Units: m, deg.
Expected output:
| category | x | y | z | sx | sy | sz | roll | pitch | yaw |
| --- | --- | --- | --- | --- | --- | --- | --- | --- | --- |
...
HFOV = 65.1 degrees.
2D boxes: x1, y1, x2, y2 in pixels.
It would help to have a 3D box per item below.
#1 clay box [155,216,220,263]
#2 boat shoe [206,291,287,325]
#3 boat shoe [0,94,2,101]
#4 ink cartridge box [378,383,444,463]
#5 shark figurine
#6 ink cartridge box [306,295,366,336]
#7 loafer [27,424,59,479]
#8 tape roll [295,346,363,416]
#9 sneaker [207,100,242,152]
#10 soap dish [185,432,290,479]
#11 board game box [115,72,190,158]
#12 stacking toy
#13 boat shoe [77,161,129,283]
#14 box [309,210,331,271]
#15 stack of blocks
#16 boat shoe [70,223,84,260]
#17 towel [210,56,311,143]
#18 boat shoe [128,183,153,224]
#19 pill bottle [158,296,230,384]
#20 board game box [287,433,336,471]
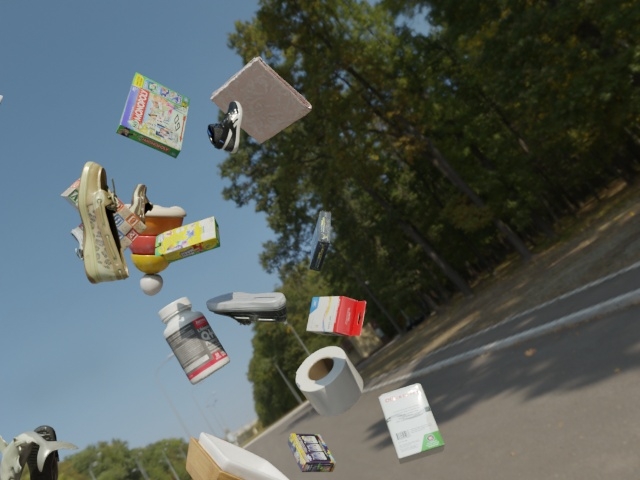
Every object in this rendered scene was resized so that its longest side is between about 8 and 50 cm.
| category | x | y | z | sx | sy | sz | roll | pitch | yaw |
| --- | --- | --- | --- | --- | --- | --- | --- | --- | --- |
| clay box | -0.470 | 0.001 | 1.777 | 0.222 | 0.127 | 0.053 | -18 | -50 | 0 |
| boat shoe | -0.281 | 0.267 | 1.889 | 0.335 | 0.119 | 0.121 | -2 | 16 | 25 |
| boat shoe | -0.823 | -0.348 | 1.259 | 0.035 | 0.100 | 0.035 | 20 | -72 | -32 |
| ink cartridge box | 0.295 | 0.597 | 1.643 | 0.153 | 0.208 | 0.087 | -16 | -37 | 0 |
| shark figurine | -0.779 | 0.557 | 1.369 | 0.278 | 0.166 | 0.116 | -34 | -17 | 27 |
| ink cartridge box | 0.056 | 0.278 | 1.847 | 0.078 | 0.134 | 0.231 | 22 | -20 | -34 |
| loafer | -0.824 | 0.652 | 1.497 | 0.080 | 0.220 | 0.078 | 3 | 4 | -9 |
| tape roll | 0.039 | 0.599 | 2.139 | 0.246 | 0.169 | 0.246 | -27 | 24 | 13 |
| sneaker | -0.371 | -0.451 | 1.924 | 0.121 | 0.217 | 0.079 | 11 | -20 | -35 |
| soap dish | -0.227 | 0.671 | 1.412 | 0.229 | 0.291 | 0.118 | 5 | 61 | 57 |
| board game box | -0.592 | -0.452 | 1.803 | 0.213 | 0.317 | 0.046 | 22 | -47 | -29 |
| stacking toy | -0.896 | 0.053 | 2.654 | 0.350 | 0.480 | 0.350 | 3 | 4 | 0 |
| boat shoe | -0.506 | -0.044 | 1.181 | 0.089 | 0.285 | 0.104 | -5 | 0 | -6 |
| box | 0.000 | 0.000 | 2.335 | 0.233 | 0.059 | 0.183 | -87 | 12 | -51 |
| stack of blocks | -0.843 | -0.095 | 1.932 | 0.087 | 0.297 | 0.171 | 10 | 54 | 48 |
| boat shoe | -0.956 | 0.027 | 2.058 | 0.103 | 0.320 | 0.118 | -28 | -46 | -13 |
| towel | -0.256 | -0.587 | 2.139 | 0.331 | 0.317 | 0.053 | -23 | 41 | 39 |
| boat shoe | -0.802 | -0.154 | 2.264 | 0.095 | 0.258 | 0.095 | 7 | -44 | -11 |
| pill bottle | -0.511 | 0.394 | 1.999 | 0.176 | 0.319 | 0.176 | -32 | -6 | -4 |
| board game box | -0.036 | 0.843 | 1.995 | 0.141 | 0.170 | 0.048 | 13 | -76 | -26 |
